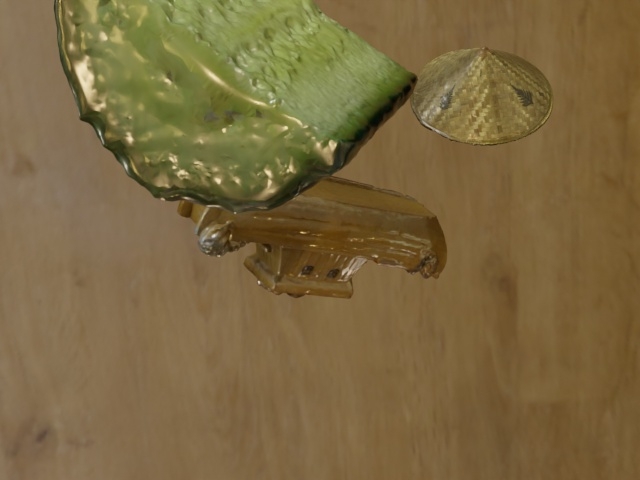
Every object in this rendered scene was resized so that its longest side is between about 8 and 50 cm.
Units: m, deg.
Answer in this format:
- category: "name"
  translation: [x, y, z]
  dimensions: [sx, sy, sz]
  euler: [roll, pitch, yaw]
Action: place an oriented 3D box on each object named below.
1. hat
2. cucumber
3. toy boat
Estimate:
- category: "hat"
  translation: [0.160, -0.167, 1.448]
  dimensions: [0.146, 0.146, 0.067]
  euler: [-2, 138, 1]
- category: "cucumber"
  translation: [-0.034, -0.060, 0.533]
  dimensions: [0.116, 0.115, 0.062]
  euler: [36, 113, 1]
- category: "toy boat"
  translation: [0.000, 0.000, 1.492]
  dimensions: [0.321, 0.089, 0.121]
  euler: [10, 107, -37]
